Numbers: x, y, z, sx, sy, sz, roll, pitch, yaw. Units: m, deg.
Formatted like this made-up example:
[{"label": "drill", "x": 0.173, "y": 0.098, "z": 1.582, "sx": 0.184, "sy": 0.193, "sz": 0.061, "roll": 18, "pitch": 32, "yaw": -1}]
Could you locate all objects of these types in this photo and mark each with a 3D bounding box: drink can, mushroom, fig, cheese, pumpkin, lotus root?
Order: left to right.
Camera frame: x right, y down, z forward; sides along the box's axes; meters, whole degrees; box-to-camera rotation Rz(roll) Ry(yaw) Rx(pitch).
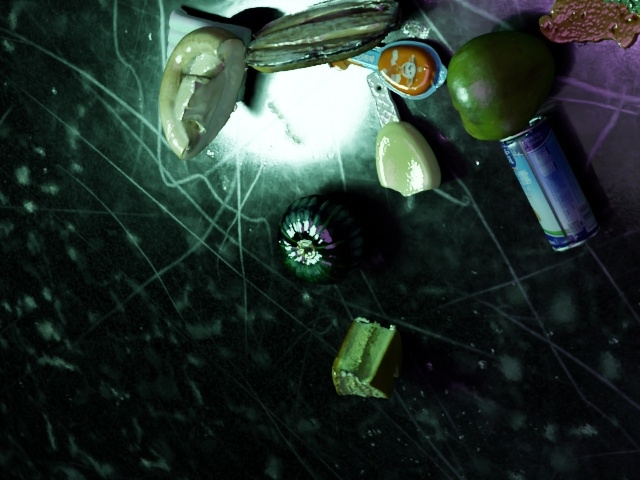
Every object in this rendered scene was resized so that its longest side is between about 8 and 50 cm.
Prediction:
[{"label": "mushroom", "x": -0.261, "y": -0.316, "z": 2.030, "sx": 0.151, "sy": 0.156, "sz": 0.285, "roll": 37, "pitch": 117, "yaw": 24}, {"label": "pumpkin", "x": 0.000, "y": 0.000, "z": 2.077, "sx": 0.202, "sy": 0.140, "sz": 0.202, "roll": 12, "pitch": 116, "yaw": 25}, {"label": "lotus root", "x": 0.016, "y": -0.380, "z": 1.886, "sx": 0.329, "sy": 0.167, "sz": 0.078, "roll": -2, "pitch": 142, "yaw": 33}, {"label": "cheese", "x": 0.124, "y": -0.338, "z": 1.889, "sx": 0.256, "sy": 0.037, "sz": 0.106, "roll": 21, "pitch": 108, "yaw": 26}, {"label": "cheese", "x": 0.144, "y": -0.206, "z": 1.941, "sx": 0.127, "sy": 0.050, "sz": 0.255, "roll": -19, "pitch": 93, "yaw": 35}, {"label": "fig", "x": 0.314, "y": -0.275, "z": 1.723, "sx": 0.191, "sy": 0.181, "sz": 0.181, "roll": -31, "pitch": 96, "yaw": 14}, {"label": "drink can", "x": 0.415, "y": -0.101, "z": 1.800, "sx": 0.097, "sy": 0.097, "sz": 0.235, "roll": -22, "pitch": 102, "yaw": 37}]

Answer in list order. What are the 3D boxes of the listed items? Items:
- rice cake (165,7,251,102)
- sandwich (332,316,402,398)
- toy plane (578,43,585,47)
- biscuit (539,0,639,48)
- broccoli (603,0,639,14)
[{"label": "rice cake", "x": -0.241, "y": -0.385, "z": 2.091, "sx": 0.198, "sy": 0.037, "sz": 0.189, "roll": 24, "pitch": 124, "yaw": 20}, {"label": "sandwich", "x": 0.092, "y": 0.271, "z": 2.101, "sx": 0.122, "sy": 0.235, "sz": 0.128, "roll": 2, "pitch": 114, "yaw": 18}, {"label": "toy plane", "x": 0.443, "y": -0.366, "z": 1.689, "sx": 0.083, "sy": 0.031, "sz": 0.078, "roll": -12, "pitch": 122, "yaw": 38}, {"label": "biscuit", "x": 0.487, "y": -0.407, "z": 1.618, "sx": 0.280, "sy": 0.043, "sz": 0.183, "roll": -27, "pitch": 87, "yaw": 25}, {"label": "broccoli", "x": 0.471, "y": -0.489, "z": 1.447, "sx": 0.302, "sy": 0.249, "sz": 0.375, "roll": -46, "pitch": 68, "yaw": 35}]
